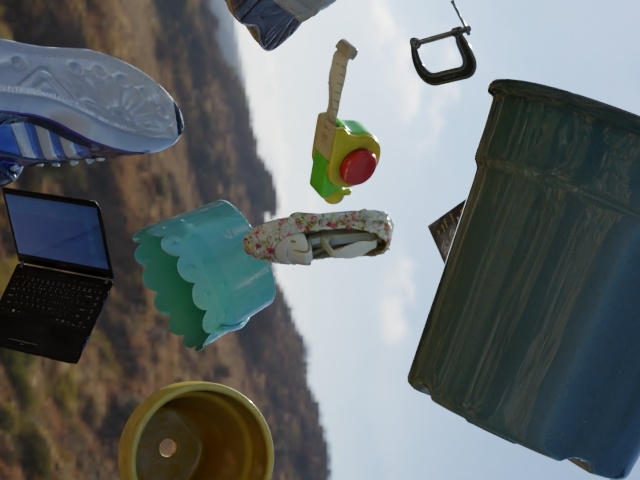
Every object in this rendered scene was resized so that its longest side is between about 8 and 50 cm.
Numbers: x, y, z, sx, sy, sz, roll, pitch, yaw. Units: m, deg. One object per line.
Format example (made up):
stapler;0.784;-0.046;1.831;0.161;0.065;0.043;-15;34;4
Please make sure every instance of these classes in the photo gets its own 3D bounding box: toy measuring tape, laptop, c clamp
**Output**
toy measuring tape;0.056;-0.201;2.184;0.121;0.121;0.330;-94;-168;-52
laptop;-0.509;0.062;2.303;0.136;0.234;0.264;51;55;-52
c clamp;0.212;-0.338;2.222;0.160;0.022;0.137;-15;-70;50

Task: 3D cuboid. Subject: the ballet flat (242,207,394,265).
ballet flat;0.000;0.000;1.983;0.077;0.240;0.091;-104;-175;-49

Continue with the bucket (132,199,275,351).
bucket;-0.230;0.064;2.548;0.281;0.183;0.281;46;-29;35

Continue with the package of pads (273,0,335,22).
package of pads;-0.026;-0.450;1.599;0.101;0.229;0.297;-17;-138;59

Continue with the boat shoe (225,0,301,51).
boat shoe;-0.103;-0.384;1.823;0.123;0.123;0.342;48;-1;12

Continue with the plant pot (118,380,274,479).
plant pot;-0.238;0.366;2.197;0.239;0.254;0.254;173;-82;-66

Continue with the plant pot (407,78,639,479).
plant pot;0.268;0.049;1.342;0.341;0.341;0.334;-136;-110;-85

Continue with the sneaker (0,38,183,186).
sneaker;-0.367;-0.134;1.635;0.236;0.322;0.130;-43;-133;42

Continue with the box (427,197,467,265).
box;0.336;0.043;2.061;0.076;0.242;0.307;16;44;-50
